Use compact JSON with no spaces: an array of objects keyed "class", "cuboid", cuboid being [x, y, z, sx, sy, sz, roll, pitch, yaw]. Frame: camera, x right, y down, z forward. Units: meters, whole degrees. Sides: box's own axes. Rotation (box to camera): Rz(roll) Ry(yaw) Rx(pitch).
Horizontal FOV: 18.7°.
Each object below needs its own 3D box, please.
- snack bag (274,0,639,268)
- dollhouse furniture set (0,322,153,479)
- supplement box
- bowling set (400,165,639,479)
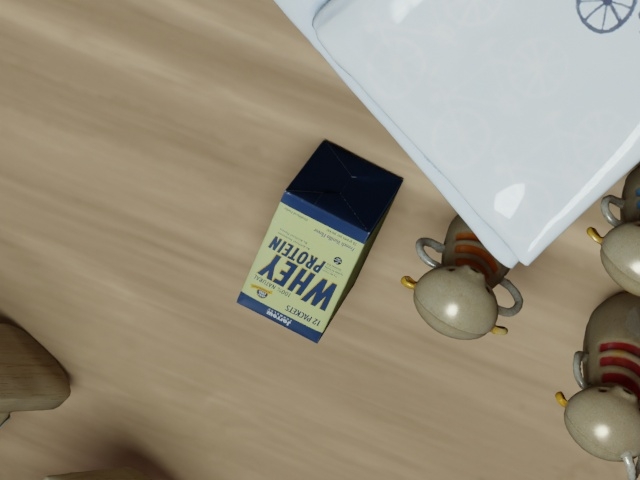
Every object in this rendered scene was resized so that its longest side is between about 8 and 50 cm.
[{"class":"snack bag","cuboid":[0.101,-0.210,1.003,0.323,0.037,0.342,-43,84,20]},{"class":"dollhouse furniture set","cuboid":[-0.208,0.310,1.273,0.362,0.256,0.394,-46,74,10]},{"class":"supplement box","cuboid":[0.000,0.000,1.160,0.056,0.083,0.083,27,120,5]},{"class":"bowling set","cuboid":[0.204,0.030,1.073,0.287,0.154,0.200,31,119,1]}]
